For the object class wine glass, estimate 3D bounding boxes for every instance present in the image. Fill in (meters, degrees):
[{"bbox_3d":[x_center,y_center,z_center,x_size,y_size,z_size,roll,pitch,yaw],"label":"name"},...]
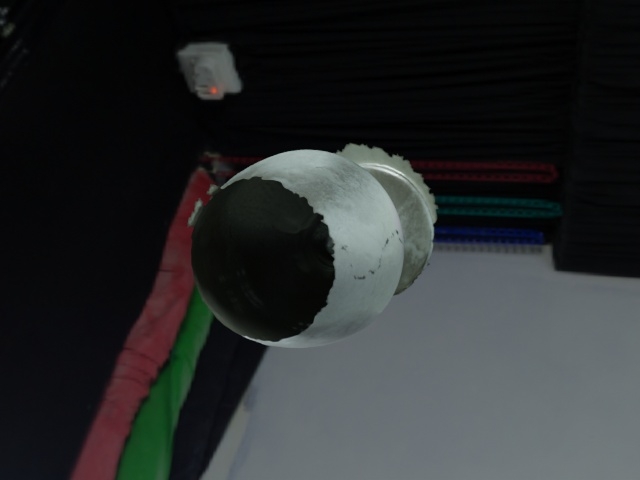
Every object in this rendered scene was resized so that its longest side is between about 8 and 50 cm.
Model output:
[{"bbox_3d":[0.000,0.000,0.938,0.323,0.237,0.238,-13,-74,-67],"label":"wine glass"}]
